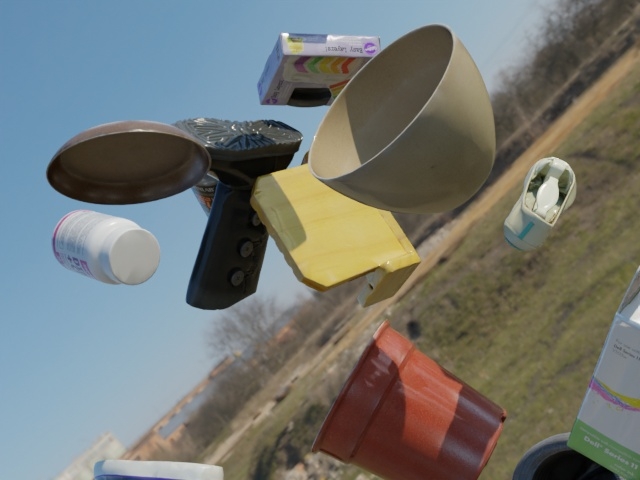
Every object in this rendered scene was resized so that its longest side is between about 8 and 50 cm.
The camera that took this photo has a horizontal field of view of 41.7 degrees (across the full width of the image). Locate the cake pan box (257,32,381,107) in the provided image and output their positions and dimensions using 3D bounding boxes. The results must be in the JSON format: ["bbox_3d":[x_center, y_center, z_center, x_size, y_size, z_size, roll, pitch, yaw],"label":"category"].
[{"bbox_3d":[-0.010,-0.407,2.034,0.245,0.070,0.267,0,-18,-18],"label":"cake pan box"}]

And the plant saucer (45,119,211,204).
[{"bbox_3d":[-0.368,-0.152,1.617,0.310,0.050,0.310,-9,-20,-3],"label":"plant saucer"}]

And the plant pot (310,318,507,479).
[{"bbox_3d":[0.165,0.322,1.478,0.272,0.265,0.272,-57,-12,-19],"label":"plant pot"}]

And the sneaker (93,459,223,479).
[{"bbox_3d":[-0.323,0.547,1.616,0.323,0.236,0.130,-6,-17,31],"label":"sneaker"}]

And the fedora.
[{"bbox_3d":[0.512,0.490,1.601,0.124,0.244,0.275,8,-32,-37],"label":"fedora"}]

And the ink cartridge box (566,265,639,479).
[{"bbox_3d":[0.473,0.144,1.150,0.207,0.119,0.353,-38,-35,-36],"label":"ink cartridge box"}]

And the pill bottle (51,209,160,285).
[{"bbox_3d":[-0.515,0.018,2.016,0.283,0.160,0.160,11,44,48],"label":"pill bottle"}]

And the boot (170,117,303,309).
[{"bbox_3d":[-0.238,-0.046,1.902,0.367,0.146,0.445,-6,-53,-46],"label":"boot"}]

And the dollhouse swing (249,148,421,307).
[{"bbox_3d":[0.000,0.000,1.948,0.305,0.347,0.315,-26,-17,-23],"label":"dollhouse swing"}]

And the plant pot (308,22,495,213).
[{"bbox_3d":[0.148,-0.149,1.242,0.284,0.191,0.284,-39,28,26],"label":"plant pot"}]

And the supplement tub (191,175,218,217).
[{"bbox_3d":[-0.281,-0.180,2.432,0.193,0.193,0.316,-43,-36,-16],"label":"supplement tub"}]

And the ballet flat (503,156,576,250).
[{"bbox_3d":[0.352,-0.076,1.295,0.086,0.086,0.248,-48,5,45],"label":"ballet flat"}]
